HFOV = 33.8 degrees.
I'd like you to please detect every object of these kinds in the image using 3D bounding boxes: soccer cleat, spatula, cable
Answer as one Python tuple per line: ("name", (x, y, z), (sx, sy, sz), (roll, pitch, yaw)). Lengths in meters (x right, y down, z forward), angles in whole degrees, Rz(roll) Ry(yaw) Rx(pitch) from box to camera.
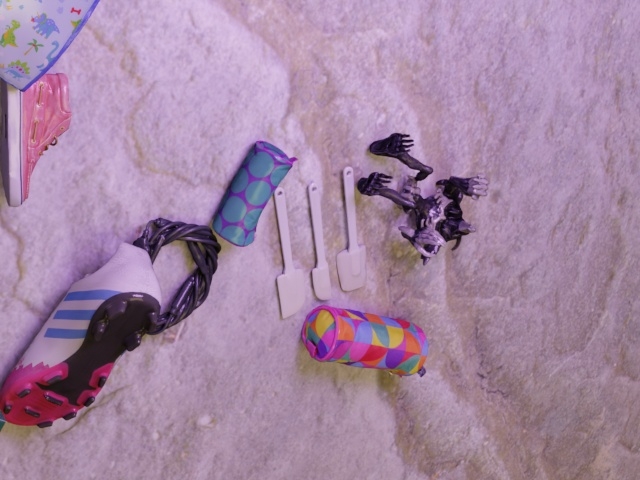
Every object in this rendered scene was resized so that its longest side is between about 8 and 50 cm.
("soccer cleat", (-0.336, 0.136, 1.482), (0.116, 0.143, 0.331), (29, 122, -36))
("spatula", (0.000, 0.000, 1.687), (0.168, 0.019, 0.242), (-18, 124, -19))
("cable", (-0.224, 0.054, 1.551), (0.151, 0.047, 0.184), (4, 111, -41))

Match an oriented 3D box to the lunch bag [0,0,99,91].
("lunch bag", (-0.356, -0.266, 1.228), (0.129, 0.096, 0.151), (35, 85, -42))

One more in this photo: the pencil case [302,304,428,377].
("pencil case", (0.080, 0.176, 1.792), (0.236, 0.104, 0.104), (18, 106, -39))

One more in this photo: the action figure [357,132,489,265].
("action figure", (0.182, -0.053, 1.697), (0.276, 0.141, 0.164), (34, 83, -41))

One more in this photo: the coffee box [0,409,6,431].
("coffee box", (-0.504, 0.288, 1.448), (0.040, 0.113, 0.184), (24, 100, -40))

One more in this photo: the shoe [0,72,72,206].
("shoe", (-0.358, -0.127, 1.330), (0.081, 0.063, 0.178), (-5, 115, -26))

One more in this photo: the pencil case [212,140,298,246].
("pencil case", (-0.098, -0.068, 1.544), (0.070, 0.064, 0.151), (24, 102, -25))
